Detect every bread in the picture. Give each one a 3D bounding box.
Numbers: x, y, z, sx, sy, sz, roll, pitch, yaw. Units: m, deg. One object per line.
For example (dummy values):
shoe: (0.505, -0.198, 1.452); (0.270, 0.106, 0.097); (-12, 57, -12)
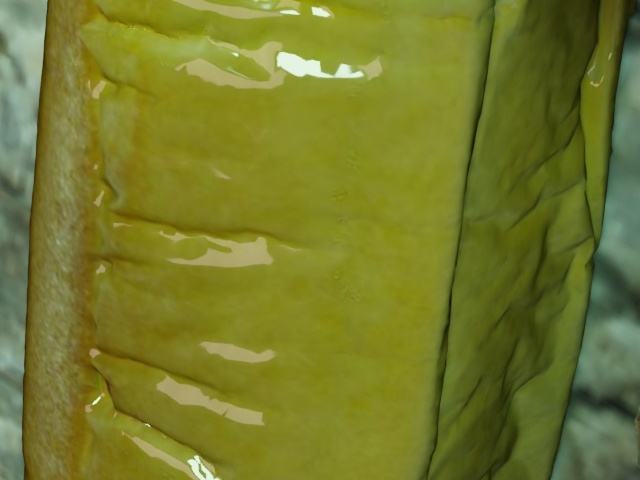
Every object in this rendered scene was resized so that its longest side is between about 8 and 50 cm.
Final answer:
bread: (0.000, 0.000, 0.526); (0.119, 0.152, 0.288); (18, 122, 21)

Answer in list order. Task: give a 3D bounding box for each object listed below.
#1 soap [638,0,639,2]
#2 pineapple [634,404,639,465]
soap: (0.067, -0.145, 0.400); (0.265, 0.160, 0.087); (47, 129, 8)
pineapple: (0.158, 0.168, 0.333); (0.352, 0.352, 0.300); (41, 129, 12)
